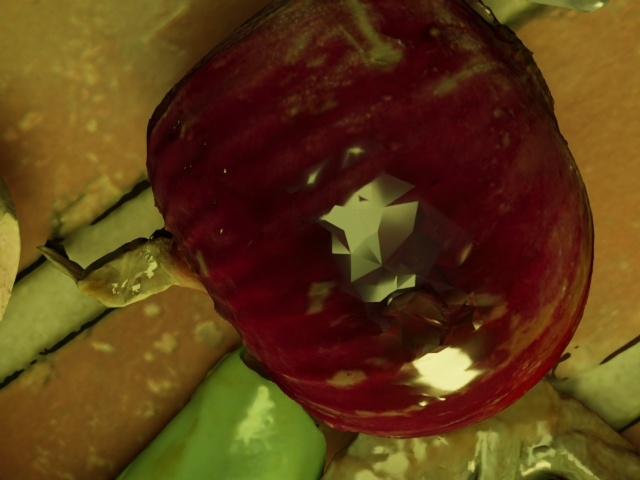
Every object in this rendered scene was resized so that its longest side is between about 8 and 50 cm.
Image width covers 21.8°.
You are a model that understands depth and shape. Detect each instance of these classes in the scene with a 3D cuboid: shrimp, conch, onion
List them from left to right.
[{"bbox_3d":[-0.075,0.197,1.006,0.143,0.137,0.250,44,85,10],"label":"conch"},{"bbox_3d":[0.027,-0.011,0.859,0.256,0.230,0.272,32,100,-14],"label":"onion"},{"bbox_3d":[0.145,0.153,0.995,0.317,0.077,0.168,-13,109,-7],"label":"shrimp"}]

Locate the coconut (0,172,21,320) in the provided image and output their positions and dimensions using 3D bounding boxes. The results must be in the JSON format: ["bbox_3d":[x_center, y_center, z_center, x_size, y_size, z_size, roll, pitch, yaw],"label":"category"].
[{"bbox_3d":[-0.243,0.007,0.891,0.183,0.171,0.171,12,118,-52],"label":"coconut"}]

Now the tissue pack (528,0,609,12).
[{"bbox_3d":[-0.030,-0.219,0.670,0.394,0.288,0.124,17,118,16],"label":"tissue pack"}]
